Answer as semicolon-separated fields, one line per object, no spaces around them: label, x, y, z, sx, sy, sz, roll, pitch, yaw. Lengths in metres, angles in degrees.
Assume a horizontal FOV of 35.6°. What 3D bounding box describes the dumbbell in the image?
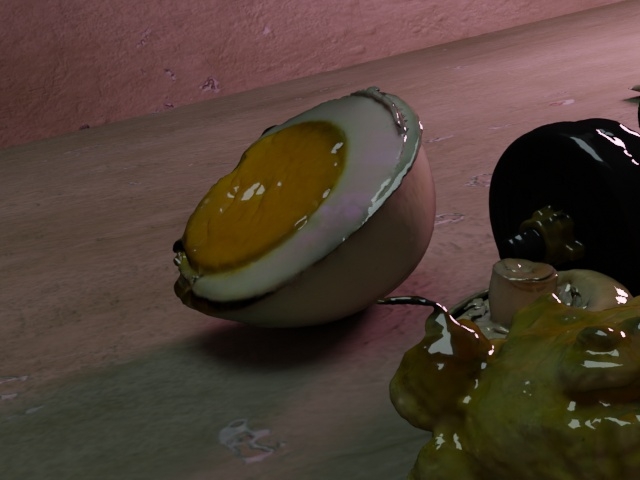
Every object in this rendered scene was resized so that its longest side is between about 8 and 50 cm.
dumbbell;0.316;-0.047;0.899;0.388;0.185;0.185;-21;18;-26

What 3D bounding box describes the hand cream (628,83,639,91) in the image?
hand cream;0.600;-0.250;1.615;0.095;0.059;0.276;-11;12;-6

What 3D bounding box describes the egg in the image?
egg;0.003;0.000;1.008;0.286;0.174;0.264;-47;32;-18

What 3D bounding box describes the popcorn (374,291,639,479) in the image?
popcorn;0.148;0.095;0.585;0.195;0.173;0.168;-7;29;32

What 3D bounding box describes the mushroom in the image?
mushroom;0.154;0.069;0.729;0.154;0.122;0.154;-14;22;6

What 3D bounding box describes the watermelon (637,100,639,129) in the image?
watermelon;0.463;-0.157;1.257;0.141;0.140;0.187;-20;-1;-25
